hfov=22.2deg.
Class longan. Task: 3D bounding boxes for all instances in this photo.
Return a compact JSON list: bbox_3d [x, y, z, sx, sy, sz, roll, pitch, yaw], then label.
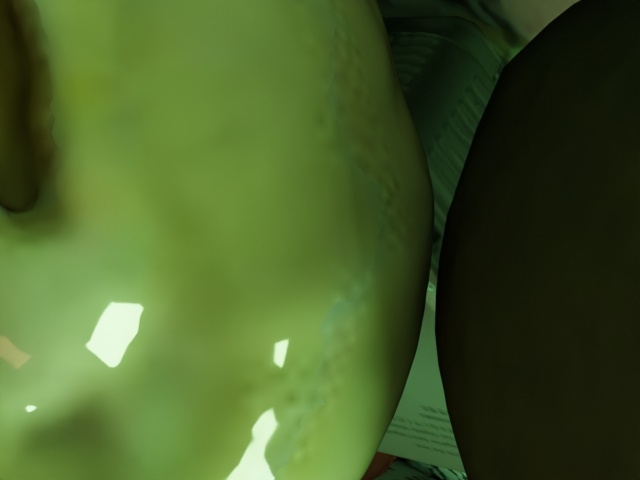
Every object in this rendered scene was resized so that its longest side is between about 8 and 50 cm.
[{"bbox_3d":[0.136,0.027,0.380,0.248,0.248,0.248,28,158,13],"label":"longan"}]

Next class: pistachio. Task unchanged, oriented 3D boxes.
[{"bbox_3d":[-0.089,-0.024,0.454,0.230,0.230,0.309,57,-179,-45],"label":"pistachio"}]

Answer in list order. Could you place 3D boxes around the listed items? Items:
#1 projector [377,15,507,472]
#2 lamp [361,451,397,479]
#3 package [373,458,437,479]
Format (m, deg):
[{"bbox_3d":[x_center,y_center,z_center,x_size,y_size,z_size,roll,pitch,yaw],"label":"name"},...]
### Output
[{"bbox_3d":[0.000,0.000,0.657,0.256,0.099,0.192,6,144,48],"label":"projector"},{"bbox_3d":[-0.002,0.090,0.858,0.101,0.090,0.101,16,-168,-4],"label":"lamp"},{"bbox_3d":[-0.014,0.137,0.938,0.204,0.062,0.251,22,-175,30],"label":"package"}]
